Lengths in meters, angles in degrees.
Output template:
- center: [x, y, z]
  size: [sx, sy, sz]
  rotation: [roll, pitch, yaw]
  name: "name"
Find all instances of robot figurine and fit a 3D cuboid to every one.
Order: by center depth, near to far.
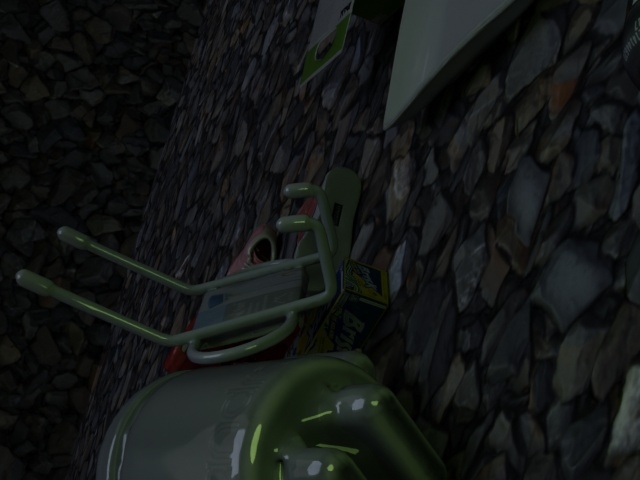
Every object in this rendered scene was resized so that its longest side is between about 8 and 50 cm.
- center: [-0.060, 0.207, 1.169]
  size: [0.353, 0.200, 0.300]
  rotation: [-12, 27, 45]
  name: "robot figurine"

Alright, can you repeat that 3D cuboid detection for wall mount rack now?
- center: [-0.134, 0.031, 1.396]
  size: [0.350, 0.304, 0.130]
  rotation: [-86, -18, -78]
  name: "wall mount rack"

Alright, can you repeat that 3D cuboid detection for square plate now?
- center: [0.178, -0.323, 1.407]
  size: [0.344, 0.049, 0.347]
  rotation: [136, 151, -60]
  name: "square plate"

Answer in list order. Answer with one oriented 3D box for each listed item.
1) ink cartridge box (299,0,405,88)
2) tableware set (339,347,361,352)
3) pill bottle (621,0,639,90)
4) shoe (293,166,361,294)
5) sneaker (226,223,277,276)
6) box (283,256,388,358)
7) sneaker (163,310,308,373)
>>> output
- center: [0.068, -0.319, 1.713]
  size: [0.189, 0.097, 0.255]
  rotation: [156, 130, -70]
  name: "ink cartridge box"
- center: [0.029, 0.175, 1.332]
  size: [0.194, 0.039, 0.128]
  rotation: [148, 127, -76]
  name: "tableware set"
- center: [0.247, -0.156, 0.777]
  size: [0.130, 0.130, 0.246]
  rotation: [142, 144, -65]
  name: "pill bottle"
- center: [0.000, 0.000, 1.623]
  size: [0.081, 0.063, 0.178]
  rotation: [130, 160, -58]
  name: "shoe"
- center: [-0.102, 0.043, 1.947]
  size: [0.134, 0.051, 0.070]
  rotation: [-64, 10, 8]
  name: "sneaker"
- center: [0.014, 0.101, 1.444]
  size: [0.059, 0.054, 0.169]
  rotation: [-89, 23, -52]
  name: "box"
- center: [-0.079, 0.120, 1.568]
  size: [0.221, 0.128, 0.087]
  rotation: [-42, -10, -47]
  name: "sneaker"
